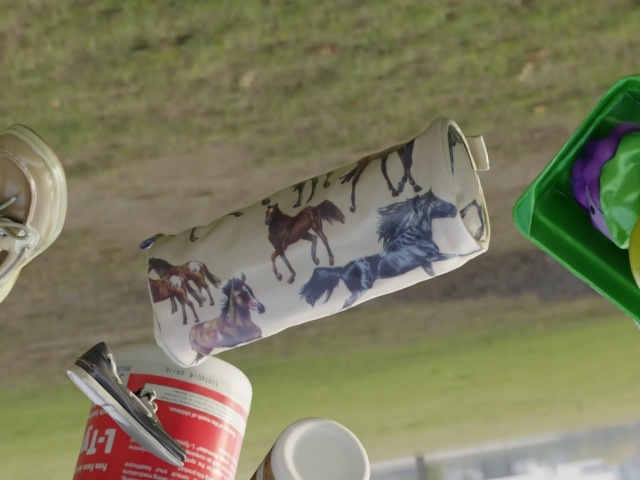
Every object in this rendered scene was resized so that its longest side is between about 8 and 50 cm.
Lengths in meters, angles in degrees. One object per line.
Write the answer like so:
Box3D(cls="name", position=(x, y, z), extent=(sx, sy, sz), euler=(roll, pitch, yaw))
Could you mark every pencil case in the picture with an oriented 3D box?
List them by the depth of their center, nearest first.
Box3D(cls="pencil case", position=(0.000, 0.000, 1.797), extent=(0.410, 0.160, 0.183), euler=(-22, -151, 16))

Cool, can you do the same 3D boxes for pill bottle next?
Box3D(cls="pill bottle", position=(-0.033, 0.344, 2.112), extent=(0.131, 0.131, 0.229), euler=(-4, 147, -27))
Box3D(cls="pill bottle", position=(-0.244, 0.371, 2.265), extent=(0.229, 0.408, 0.229), euler=(10, 156, 4))

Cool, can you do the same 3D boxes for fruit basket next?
Box3D(cls="fruit basket", position=(0.396, 0.010, 1.624), extent=(0.392, 0.392, 0.283), euler=(-2, 143, -36))

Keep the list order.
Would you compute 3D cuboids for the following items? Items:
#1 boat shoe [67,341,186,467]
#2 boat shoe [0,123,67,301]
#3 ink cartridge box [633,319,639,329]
Box3D(cls="boat shoe", position=(-0.238, 0.215, 2.071), extent=(0.065, 0.206, 0.075), euler=(-51, -159, -20))
Box3D(cls="boat shoe", position=(-0.331, 0.000, 1.560), extent=(0.089, 0.104, 0.285), euler=(-40, 169, -45))
Box3D(cls="ink cartridge box", position=(0.416, 0.047, 1.982), extent=(0.062, 0.209, 0.109), euler=(-30, 171, -21))
